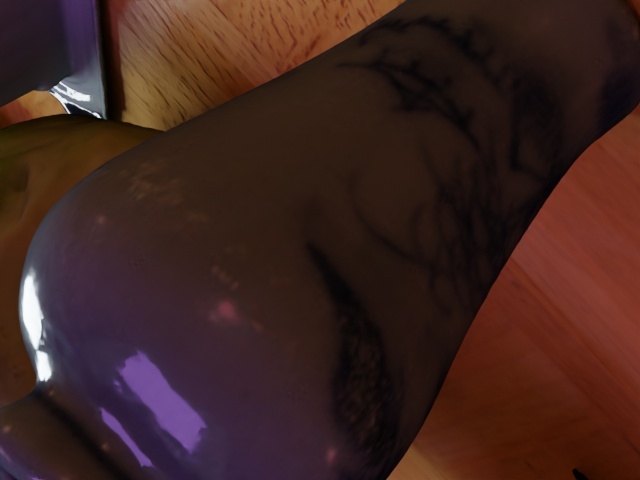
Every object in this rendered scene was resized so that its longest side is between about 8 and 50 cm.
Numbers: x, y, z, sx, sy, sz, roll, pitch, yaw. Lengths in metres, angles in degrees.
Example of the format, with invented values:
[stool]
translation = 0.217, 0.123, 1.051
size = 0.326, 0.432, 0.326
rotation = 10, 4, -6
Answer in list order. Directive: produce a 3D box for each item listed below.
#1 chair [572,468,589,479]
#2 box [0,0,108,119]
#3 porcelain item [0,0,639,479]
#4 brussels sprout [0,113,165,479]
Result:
[chair]
translation = 0.212, 0.271, 0.762
size = 0.325, 0.170, 0.160
rotation = 38, 158, 39
[box]
translation = -0.280, -0.194, 0.926
size = 0.336, 0.106, 0.264
rotation = 42, 159, 14
[porcelain item]
translation = 0.000, 0.000, 0.520
size = 0.141, 0.259, 0.141
rotation = 38, 160, 17
[brussels sprout]
translation = -0.135, 0.085, 0.907
size = 0.314, 0.276, 0.371
rotation = 31, 156, 16
